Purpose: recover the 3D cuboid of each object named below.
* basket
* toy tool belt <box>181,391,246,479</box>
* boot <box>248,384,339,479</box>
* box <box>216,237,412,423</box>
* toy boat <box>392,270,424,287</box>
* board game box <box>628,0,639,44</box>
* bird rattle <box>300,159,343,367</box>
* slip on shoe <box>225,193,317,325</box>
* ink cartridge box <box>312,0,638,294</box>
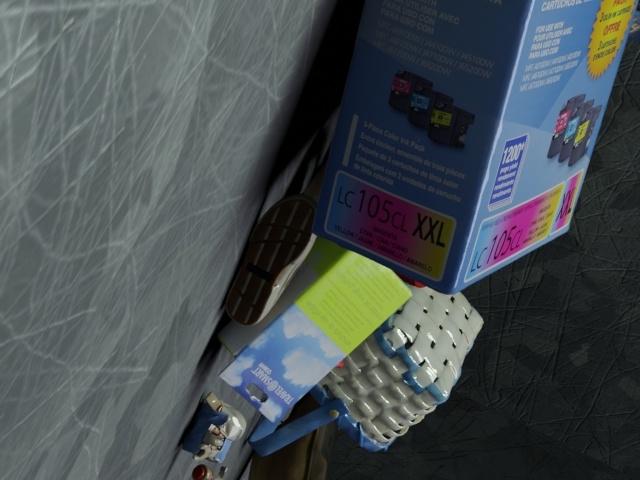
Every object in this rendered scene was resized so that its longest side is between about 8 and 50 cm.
[{"bbox_3d":[0.051,0.152,2.176,0.289,0.201,0.255,-35,-166,34],"label":"basket"},{"bbox_3d":[-0.111,0.190,1.610,0.051,0.052,0.083,41,68,-51],"label":"toy tool belt"},{"bbox_3d":[-0.033,0.262,2.328,0.112,0.115,0.305,78,18,-49],"label":"boot"},{"bbox_3d":[-0.011,0.074,1.533,0.178,0.042,0.109,-43,136,0],"label":"box"},{"bbox_3d":[0.111,-0.110,1.780,0.267,0.148,0.318,-7,128,-47],"label":"toy boat"},{"bbox_3d":[0.336,-0.347,2.221,0.165,0.243,0.042,-54,167,-60],"label":"board game box"},{"bbox_3d":[0.000,0.000,1.613,0.253,0.143,0.207,-50,159,-10],"label":"bird rattle"},{"bbox_3d":[-0.038,0.014,1.453,0.135,0.051,0.041,-64,169,25],"label":"slip on shoe"},{"bbox_3d":[0.153,-0.184,1.406,0.270,0.151,0.395,-25,131,-57],"label":"ink cartridge box"}]
